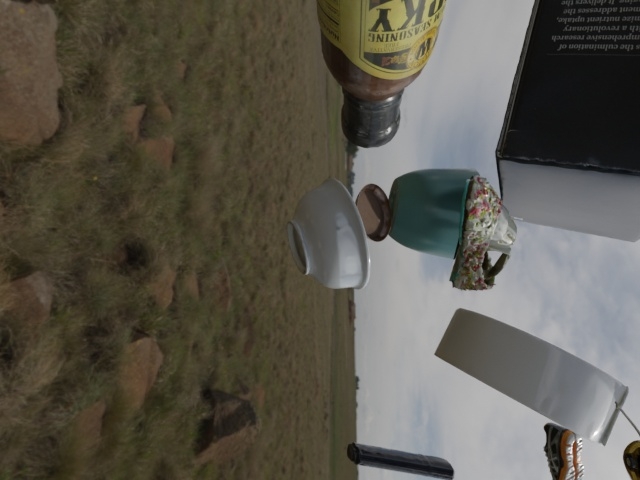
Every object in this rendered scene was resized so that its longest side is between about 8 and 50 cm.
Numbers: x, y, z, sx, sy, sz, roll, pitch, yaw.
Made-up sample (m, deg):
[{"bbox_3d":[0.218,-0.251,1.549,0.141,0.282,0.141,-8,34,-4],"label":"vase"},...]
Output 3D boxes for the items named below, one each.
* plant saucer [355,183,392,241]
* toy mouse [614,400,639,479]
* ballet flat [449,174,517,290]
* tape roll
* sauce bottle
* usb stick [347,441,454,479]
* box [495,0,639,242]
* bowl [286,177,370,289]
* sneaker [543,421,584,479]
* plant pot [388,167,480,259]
[{"bbox_3d":[0.147,-0.078,1.166,0.168,0.029,0.169,9,78,-47],"label":"plant saucer"},{"bbox_3d":[0.392,0.246,0.415,0.031,0.143,0.161,55,30,-71],"label":"toy mouse"},{"bbox_3d":[0.229,-0.002,0.568,0.241,0.077,0.091,69,38,-57],"label":"ballet flat"},{"bbox_3d":[0.349,0.226,0.703,0.100,0.286,0.286,-61,172,-7],"label":"tape roll"},{"bbox_3d":[0.051,-0.204,0.338,0.344,0.111,0.111,77,14,-69],"label":"sauce bottle"},{"bbox_3d":[0.205,0.561,1.030,0.077,0.278,0.045,158,-53,-78],"label":"usb stick"},{"bbox_3d":[0.539,-0.283,0.765,0.480,0.297,0.472,18,88,-63],"label":"box"},{"bbox_3d":[0.000,0.000,1.025,0.298,0.134,0.298,164,-90,-74],"label":"bowl"},{"bbox_3d":[0.644,0.585,1.091,0.083,0.084,0.215,-155,-123,-62],"label":"sneaker"},{"bbox_3d":[0.338,-0.094,1.279,0.293,0.235,0.293,-173,-90,-89],"label":"plant pot"}]
